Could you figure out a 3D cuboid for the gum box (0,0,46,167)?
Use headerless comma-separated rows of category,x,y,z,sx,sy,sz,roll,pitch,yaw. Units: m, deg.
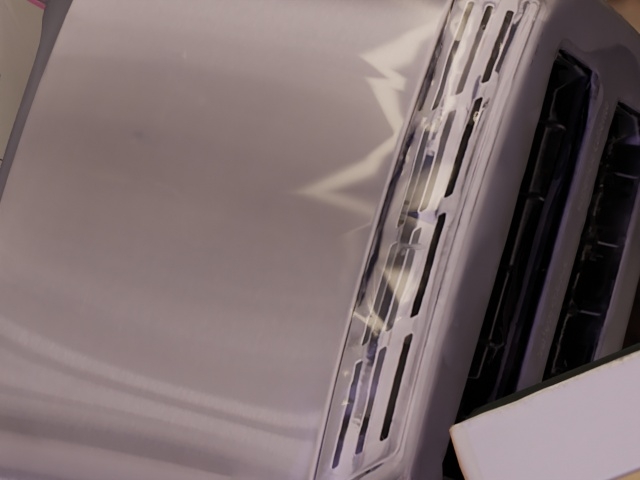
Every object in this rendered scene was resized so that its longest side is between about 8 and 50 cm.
gum box,-0.128,0.023,0.638,0.107,0.062,0.188,-23,52,39

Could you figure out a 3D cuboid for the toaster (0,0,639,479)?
toaster,0.000,0.000,0.534,0.146,0.129,0.227,11,80,32

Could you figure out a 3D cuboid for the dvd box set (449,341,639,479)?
dvd box set,0.238,0.169,0.340,0.307,0.062,0.420,-24,83,21
